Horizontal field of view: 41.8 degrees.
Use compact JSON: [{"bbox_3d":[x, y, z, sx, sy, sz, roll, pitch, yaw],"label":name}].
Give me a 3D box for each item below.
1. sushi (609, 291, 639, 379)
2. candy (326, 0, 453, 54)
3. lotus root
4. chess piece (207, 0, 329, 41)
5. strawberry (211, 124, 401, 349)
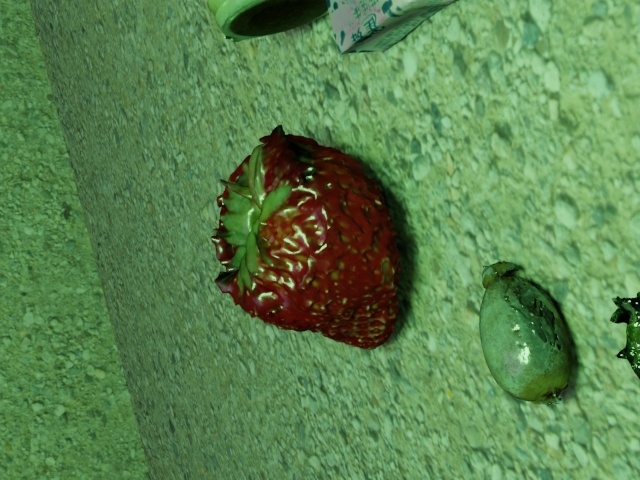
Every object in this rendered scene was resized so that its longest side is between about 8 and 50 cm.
[{"bbox_3d":[0.300,0.085,0.724,0.084,0.056,0.083,11,118,57],"label":"sushi"},{"bbox_3d":[0.073,-0.279,0.940,0.160,0.073,0.092,-22,81,60],"label":"candy"},{"bbox_3d":[0.205,0.092,0.864,0.088,0.088,0.165,-51,48,54],"label":"lotus root"},{"bbox_3d":[-0.087,-0.420,1.053,0.175,0.175,0.298,-22,82,60],"label":"chess piece"},{"bbox_3d":[-0.002,0.003,1.075,0.261,0.257,0.261,-28,57,52],"label":"strawberry"}]
